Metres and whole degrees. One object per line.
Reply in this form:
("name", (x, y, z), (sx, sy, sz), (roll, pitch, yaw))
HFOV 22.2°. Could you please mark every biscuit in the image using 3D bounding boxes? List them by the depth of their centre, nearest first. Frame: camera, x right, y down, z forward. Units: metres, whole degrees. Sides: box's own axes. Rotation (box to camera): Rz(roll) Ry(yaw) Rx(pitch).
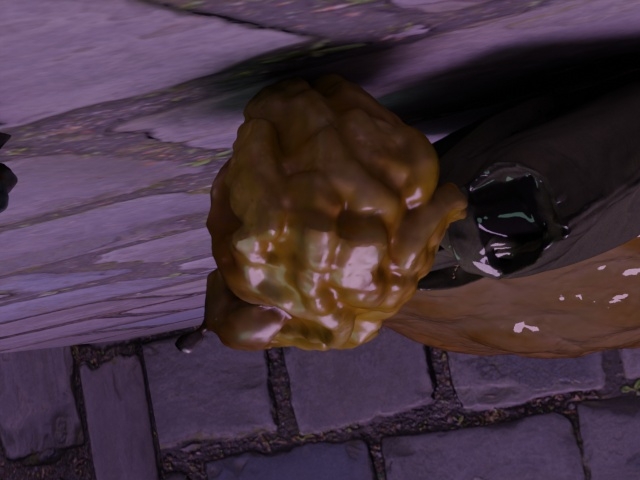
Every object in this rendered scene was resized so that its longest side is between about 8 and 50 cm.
("biscuit", (0.209, 0.037, 1.603), (0.429, 0.104, 0.446), (-14, 154, 31))

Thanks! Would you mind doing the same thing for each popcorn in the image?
("popcorn", (0.007, -0.015, 0.917), (0.140, 0.163, 0.194), (22, 146, 3))

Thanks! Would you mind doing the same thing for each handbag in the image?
("handbag", (0.135, -0.036, 1.081), (0.253, 0.109, 0.316), (-25, -174, -39))

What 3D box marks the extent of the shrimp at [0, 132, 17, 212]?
("shrimp", (-0.290, 0.013, 0.772), (0.247, 0.085, 0.360), (4, -154, 41))
